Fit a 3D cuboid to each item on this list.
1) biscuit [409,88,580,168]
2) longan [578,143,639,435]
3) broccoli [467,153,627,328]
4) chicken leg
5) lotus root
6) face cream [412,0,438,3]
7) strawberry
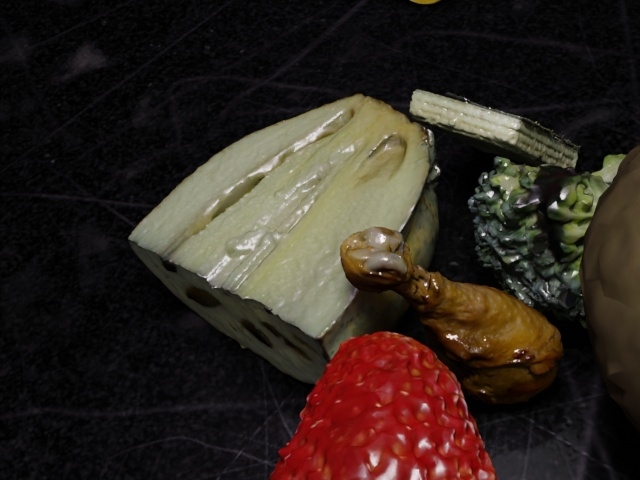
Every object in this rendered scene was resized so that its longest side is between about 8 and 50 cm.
[{"bbox_3d":[0.176,-0.106,1.015,0.121,0.199,0.040,23,97,29],"label":"biscuit"},{"bbox_3d":[0.386,0.026,0.729,0.391,0.391,0.391,-7,50,8],"label":"longan"},{"bbox_3d":[0.290,-0.033,0.968,0.304,0.165,0.145,-19,18,-20],"label":"broccoli"},{"bbox_3d":[0.113,0.061,0.870,0.107,0.251,0.087,-28,41,33],"label":"chicken leg"},{"bbox_3d":[-0.001,-0.013,1.004,0.267,0.149,0.260,24,63,37],"label":"lotus root"},{"bbox_3d":[0.173,-0.426,1.341,0.078,0.078,0.273,11,55,22],"label":"face cream"},{"bbox_3d":[0.049,0.185,0.793,0.205,0.205,0.244,-5,53,10],"label":"strawberry"}]
